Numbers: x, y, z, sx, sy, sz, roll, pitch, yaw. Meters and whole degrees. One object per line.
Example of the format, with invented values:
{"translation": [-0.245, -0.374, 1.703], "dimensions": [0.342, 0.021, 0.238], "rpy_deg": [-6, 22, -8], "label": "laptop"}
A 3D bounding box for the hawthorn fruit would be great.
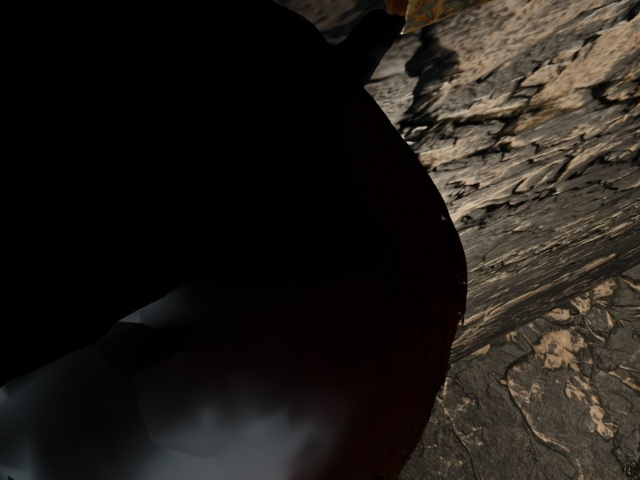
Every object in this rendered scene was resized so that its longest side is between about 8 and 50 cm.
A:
{"translation": [-0.086, 0.030, 0.432], "dimensions": [0.315, 0.316, 0.316], "rpy_deg": [-23, 165, -6], "label": "hawthorn fruit"}

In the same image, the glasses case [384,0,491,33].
{"translation": [0.121, -0.171, 0.464], "dimensions": [0.218, 0.075, 0.049], "rpy_deg": [-22, 162, -9], "label": "glasses case"}
